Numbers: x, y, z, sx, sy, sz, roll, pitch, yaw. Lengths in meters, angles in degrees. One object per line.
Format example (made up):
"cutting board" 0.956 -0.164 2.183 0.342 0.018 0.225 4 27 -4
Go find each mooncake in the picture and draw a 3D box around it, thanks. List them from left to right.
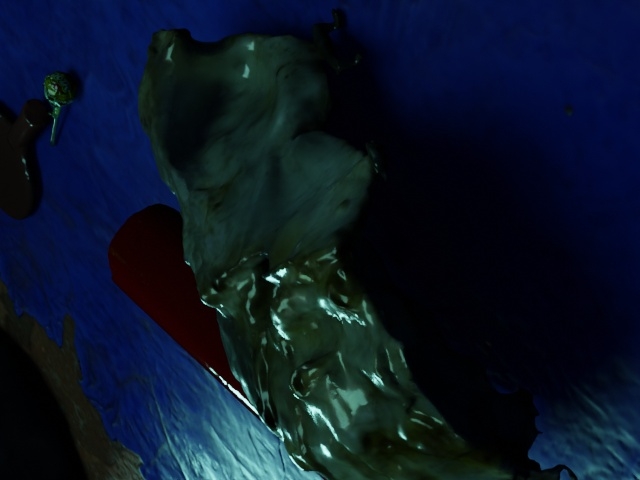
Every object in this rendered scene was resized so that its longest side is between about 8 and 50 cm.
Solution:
"mooncake" -0.337 0.210 1.242 0.283 0.141 0.283 31 134 39

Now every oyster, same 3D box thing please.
"oyster" -0.004 -0.003 0.679 0.337 0.133 0.198 60 174 35

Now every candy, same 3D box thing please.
"candy" -0.192 -0.093 0.986 0.083 0.025 0.023 120 163 -58

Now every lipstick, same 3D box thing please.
"lipstick" -0.026 0.070 0.813 0.280 0.073 0.073 37 135 38

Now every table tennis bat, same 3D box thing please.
"table tennis bat" -0.243 -0.071 1.064 0.155 0.019 0.098 -34 80 57
